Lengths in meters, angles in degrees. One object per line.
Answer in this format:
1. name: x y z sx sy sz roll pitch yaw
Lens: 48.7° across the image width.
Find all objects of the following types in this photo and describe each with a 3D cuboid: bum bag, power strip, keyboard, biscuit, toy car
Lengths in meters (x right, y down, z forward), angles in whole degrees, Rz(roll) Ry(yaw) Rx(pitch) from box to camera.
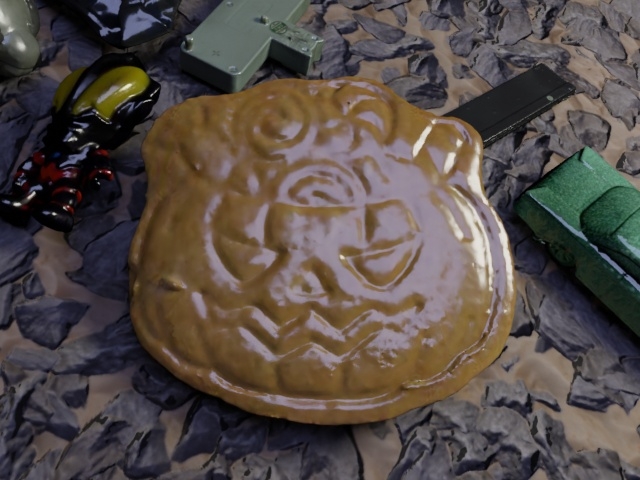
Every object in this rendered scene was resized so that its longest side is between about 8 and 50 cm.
1. bum bag: -0.299 -0.347 0.906 0.310 0.074 0.137 37 68 14
2. power strip: -0.068 -0.275 0.927 0.145 0.061 0.215 28 59 5
3. keyboard: 0.257 -0.182 0.973 0.231 0.023 0.072 -31 64 -27
4. biscuit: 0.000 -0.001 0.717 0.385 0.062 0.365 -1 73 -1
5. toy car: 0.384 0.029 0.833 0.141 0.097 0.320 -34 72 -27

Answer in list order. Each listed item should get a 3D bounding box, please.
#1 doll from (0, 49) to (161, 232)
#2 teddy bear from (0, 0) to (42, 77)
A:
1. doll: -0.257 -0.121 0.778 0.127 0.088 0.248 25 61 2
2. teddy bear: -0.386 -0.242 0.779 0.144 0.171 0.251 47 53 -8
